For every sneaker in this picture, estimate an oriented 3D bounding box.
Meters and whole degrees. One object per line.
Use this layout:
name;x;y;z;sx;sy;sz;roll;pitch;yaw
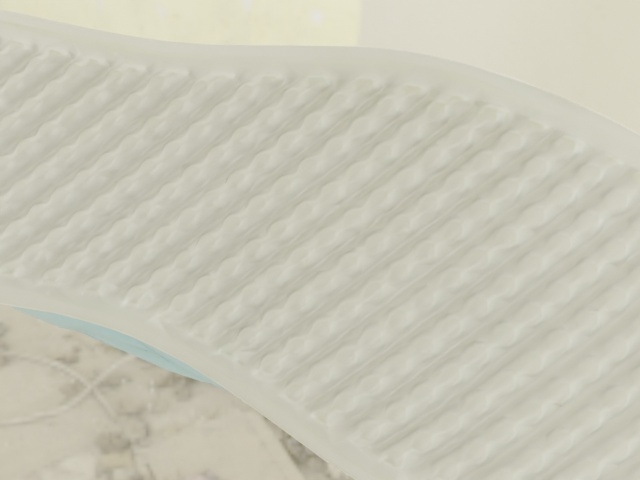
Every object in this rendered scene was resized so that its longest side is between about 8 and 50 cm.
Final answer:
sneaker;0.000;0.000;0.426;0.366;0.135;0.150;21;2;19
